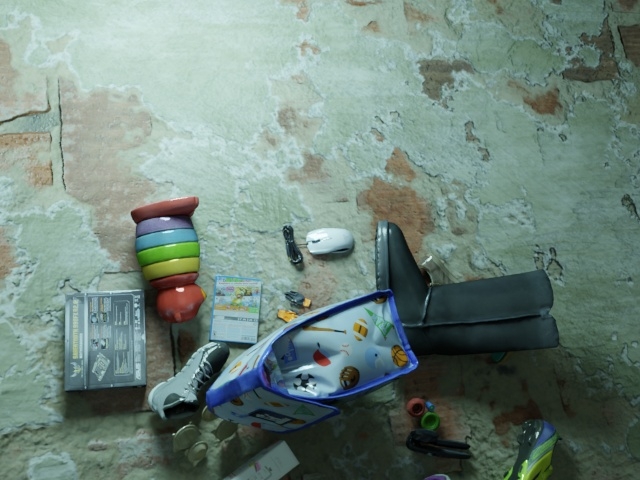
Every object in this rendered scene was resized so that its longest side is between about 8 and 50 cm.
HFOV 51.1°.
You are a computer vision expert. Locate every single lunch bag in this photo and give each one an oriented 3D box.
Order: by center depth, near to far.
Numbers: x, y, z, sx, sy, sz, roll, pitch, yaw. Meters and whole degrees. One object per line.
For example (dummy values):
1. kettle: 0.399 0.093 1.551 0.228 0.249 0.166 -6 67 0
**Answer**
1. lunch bag: -0.034 0.289 1.496 0.385 0.328 0.239 -12 75 -35

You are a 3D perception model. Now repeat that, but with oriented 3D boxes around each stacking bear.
1. stacking bear: -0.357 0.057 1.623 0.164 0.175 0.289 -10 85 -18

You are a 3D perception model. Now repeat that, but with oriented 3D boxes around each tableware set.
1. tableware set: -0.267 0.444 1.554 0.168 0.141 0.020 -38 45 -23

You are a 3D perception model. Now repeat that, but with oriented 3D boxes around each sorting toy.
1. sorting toy: 0.265 0.441 1.724 0.061 0.042 0.102 -44 100 -5

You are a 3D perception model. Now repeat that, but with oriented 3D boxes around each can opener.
1. can opener: 0.301 0.524 1.696 0.186 0.073 0.059 21 63 -16

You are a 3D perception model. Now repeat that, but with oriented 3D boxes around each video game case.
1. video game case: -0.214 0.175 1.692 0.119 0.015 0.166 7 74 -11

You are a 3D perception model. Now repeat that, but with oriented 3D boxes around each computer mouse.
1. computer mouse: 0.000 0.000 1.776 0.193 0.042 0.106 -8 76 -15

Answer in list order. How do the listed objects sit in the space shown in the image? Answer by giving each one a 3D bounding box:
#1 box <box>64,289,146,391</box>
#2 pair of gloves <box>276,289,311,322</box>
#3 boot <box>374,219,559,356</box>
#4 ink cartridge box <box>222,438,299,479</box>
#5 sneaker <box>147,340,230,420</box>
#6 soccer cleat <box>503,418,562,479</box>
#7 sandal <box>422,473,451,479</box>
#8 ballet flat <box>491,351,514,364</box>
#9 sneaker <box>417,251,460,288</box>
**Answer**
1. box: -0.507 0.236 1.584 0.183 0.056 0.231 -2 75 -13
2. pair of gloves: -0.068 0.174 1.729 0.074 0.010 0.083 23 70 -6
3. boot: 0.367 0.117 1.711 0.445 0.146 0.367 -4 95 2
4. ink cartridge box: -0.154 0.548 1.550 0.198 0.115 0.067 -33 85 -18
5. sneaker: -0.286 0.340 1.559 0.228 0.132 0.086 -41 119 -14
6. soccer cleat: 0.539 0.602 1.713 0.121 0.093 0.289 33 71 -10
7. sandal: 0.128 0.643 1.571 0.416 0.169 0.102 -21 83 -30
8. ballet flat: 0.530 0.236 1.821 0.073 0.080 0.232 27 71 -21
9. sneaker: 0.337 0.122 1.822 0.071 0.066 0.188 -42 85 0
